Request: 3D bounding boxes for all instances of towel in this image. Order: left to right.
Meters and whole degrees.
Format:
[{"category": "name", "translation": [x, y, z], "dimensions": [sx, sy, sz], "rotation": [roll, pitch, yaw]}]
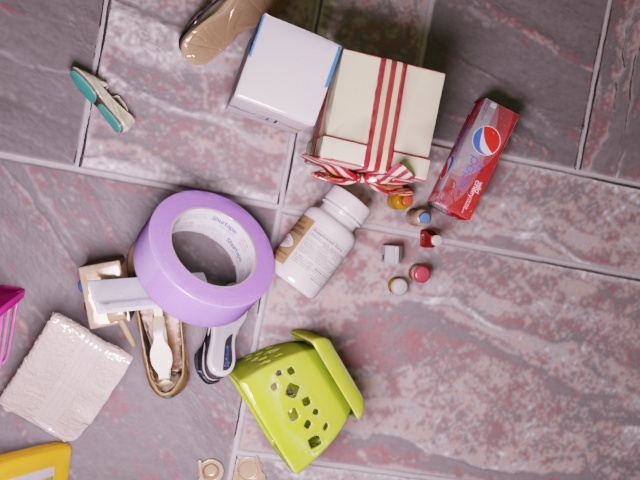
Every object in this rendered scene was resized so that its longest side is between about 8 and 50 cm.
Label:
[{"category": "towel", "translation": [-0.524, 0.287, 1.603], "dimensions": [0.187, 0.049, 0.282], "rotation": [32, 115, -11]}]

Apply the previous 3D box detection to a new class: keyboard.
[{"category": "keyboard", "translation": [-0.328, 0.101, 1.548], "dimensions": [0.256, 0.014, 0.072], "rotation": [-3, 53, -41]}]

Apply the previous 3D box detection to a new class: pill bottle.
[{"category": "pill bottle", "translation": [0.000, 0.000, 1.690], "dimensions": [0.131, 0.131, 0.229], "rotation": [38, 86, -9]}]

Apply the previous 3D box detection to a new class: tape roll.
[{"category": "tape roll", "translation": [-0.233, 0.035, 1.592], "dimensions": [0.275, 0.090, 0.275], "rotation": [21, 48, -25]}]

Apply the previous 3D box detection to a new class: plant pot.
[{"category": "plant pot", "translation": [-0.048, 0.319, 1.658], "dimensions": [0.207, 0.228, 0.227], "rotation": [-33, 98, -14]}]

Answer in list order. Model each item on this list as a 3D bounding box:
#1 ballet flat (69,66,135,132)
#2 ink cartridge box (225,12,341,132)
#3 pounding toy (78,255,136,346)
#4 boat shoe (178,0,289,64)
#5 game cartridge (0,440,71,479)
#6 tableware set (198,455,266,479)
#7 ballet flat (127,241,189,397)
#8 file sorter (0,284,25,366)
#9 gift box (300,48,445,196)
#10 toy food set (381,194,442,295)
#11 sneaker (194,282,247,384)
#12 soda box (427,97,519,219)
[{"category": "ballet flat", "translation": [-0.454, -0.300, 1.647], "dimensions": [0.052, 0.057, 0.168], "rotation": [-45, 104, -33]}, {"category": "ink cartridge box", "translation": [-0.082, -0.330, 1.608], "dimensions": [0.168, 0.233, 0.171], "rotation": [19, 89, -12]}, {"category": "pounding toy", "translation": [-0.434, 0.134, 1.587], "dimensions": [0.094, 0.206, 0.181], "rotation": [-10, 95, -9]}, {"category": "boat shoe", "translation": [-0.183, -0.482, 1.652], "dimensions": [0.285, 0.092, 0.103], "rotation": [-40, 134, -2]}, {"category": "game cartridge", "translation": [-0.636, 0.563, 1.537], "dimensions": [0.053, 0.324, 0.285], "rotation": [9, 92, 26]}, {"category": "tableware set", "translation": [-0.204, 0.550, 1.741], "dimensions": [0.169, 0.020, 0.141], "rotation": [-1, 93, -9]}, {"category": "ballet flat", "translation": [-0.333, 0.164, 1.617], "dimensions": [0.116, 0.124, 0.342], "rotation": [-5, 94, -7]}, {"category": "file sorter", "translation": [-0.714, 0.186, 1.503], "dimensions": [0.202, 0.291, 0.182], "rotation": [10, 94, -10]}, {"category": "gift box", "translation": [0.098, -0.236, 1.629], "dimensions": [0.255, 0.276, 0.258], "rotation": [11, 92, -5]}, {"category": "toy food set", "translation": [0.203, 0.010, 1.737], "dimensions": [0.111, 0.104, 0.232], "rotation": [3, 92, -10]}, {"category": "sneaker", "translation": [-0.225, 0.202, 1.693], "dimensions": [0.079, 0.121, 0.217], "rotation": [24, 55, -21]}, {"category": "soda box", "translation": [0.340, -0.180, 1.762], "dimensions": [0.092, 0.083, 0.263], "rotation": [26, 89, -9]}]
